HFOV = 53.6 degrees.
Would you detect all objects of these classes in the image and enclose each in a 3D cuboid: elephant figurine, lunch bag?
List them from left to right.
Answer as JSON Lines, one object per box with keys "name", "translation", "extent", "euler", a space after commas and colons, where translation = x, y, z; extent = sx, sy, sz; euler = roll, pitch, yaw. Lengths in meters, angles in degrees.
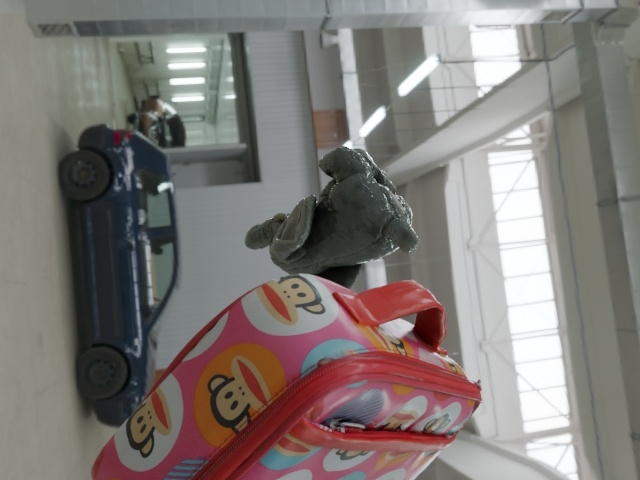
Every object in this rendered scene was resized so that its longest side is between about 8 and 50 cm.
{"name": "elephant figurine", "translation": [0.000, 0.000, 0.863], "extent": [0.169, 0.239, 0.186], "euler": [54, 15, 4]}
{"name": "lunch bag", "translation": [0.004, 0.138, 0.501], "extent": [0.120, 0.258, 0.293], "euler": [49, 13, 33]}
